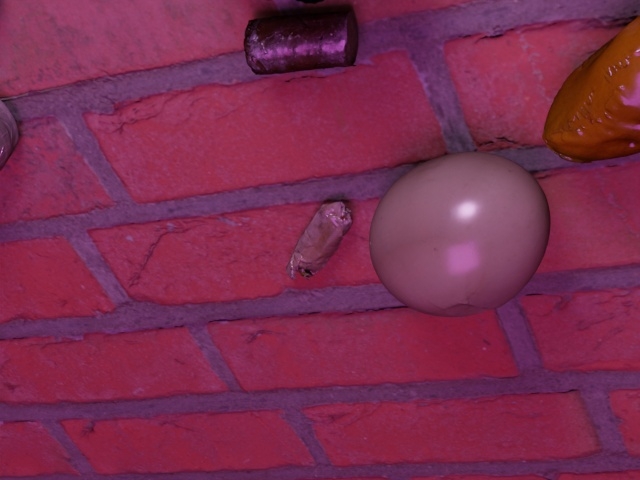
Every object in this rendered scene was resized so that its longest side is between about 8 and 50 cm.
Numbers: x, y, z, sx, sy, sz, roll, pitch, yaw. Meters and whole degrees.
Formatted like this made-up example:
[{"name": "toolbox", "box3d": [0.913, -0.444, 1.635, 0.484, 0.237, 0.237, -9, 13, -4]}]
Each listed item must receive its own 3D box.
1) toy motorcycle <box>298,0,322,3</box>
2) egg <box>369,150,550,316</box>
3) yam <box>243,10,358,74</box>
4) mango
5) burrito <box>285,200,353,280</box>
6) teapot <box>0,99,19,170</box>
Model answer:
[{"name": "toy motorcycle", "box3d": [-0.079, -0.354, 1.329, 0.213, 0.082, 0.122, 20, 138, -5]}, {"name": "egg", "box3d": [0.185, -0.007, 1.508, 0.219, 0.219, 0.269, 39, 148, -22]}, {"name": "yam", "box3d": [-0.025, -0.249, 1.425, 0.141, 0.079, 0.079, -2, 134, 16]}, {"name": "mango", "box3d": [0.365, -0.180, 1.320, 0.156, 0.151, 0.249, 8, 147, -45]}, {"name": "burrito", "box3d": [0.000, 0.001, 1.703, 0.058, 0.045, 0.188, 19, 136, -13]}, {"name": "teapot", "box3d": [-0.573, -0.139, 1.640, 0.222, 0.178, 0.163, 15, 137, 3]}]
